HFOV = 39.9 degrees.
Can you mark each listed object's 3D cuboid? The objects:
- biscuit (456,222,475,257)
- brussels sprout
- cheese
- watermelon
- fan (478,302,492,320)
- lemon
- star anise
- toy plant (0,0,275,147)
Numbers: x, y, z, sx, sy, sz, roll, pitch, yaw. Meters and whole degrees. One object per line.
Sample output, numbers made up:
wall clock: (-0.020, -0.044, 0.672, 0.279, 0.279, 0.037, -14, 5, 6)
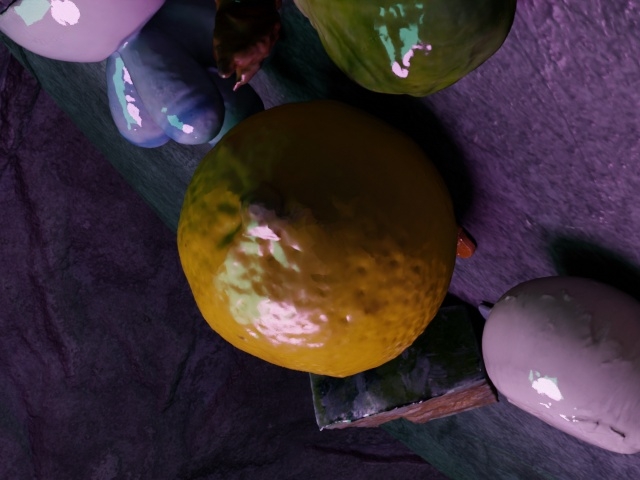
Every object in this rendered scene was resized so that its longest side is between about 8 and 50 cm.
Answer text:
biscuit: (0.158, -0.014, 1.104, 0.091, 0.015, 0.078, 43, 166, -5)
brussels sprout: (0.060, -0.173, 0.619, 0.145, 0.131, 0.183, 52, 160, -17)
cheese: (0.264, 0.118, 0.899, 0.189, 0.154, 0.198, 27, 173, -30)
watermelon: (0.125, 0.199, 1.357, 0.302, 0.264, 0.151, 37, -144, -67)
fan: (0.297, 0.125, 1.136, 0.057, 0.023, 0.282, 50, 167, -22)
lemon: (0.000, 0.001, 0.992, 0.336, 0.336, 0.336, 40, 167, 11)
star anise: (-0.070, -0.247, 0.823, 0.212, 0.111, 0.196, -92, -17, -65)
toy plant: (-0.184, -0.222, 1.018, 0.332, 0.247, 0.247, 45, 168, -27)
